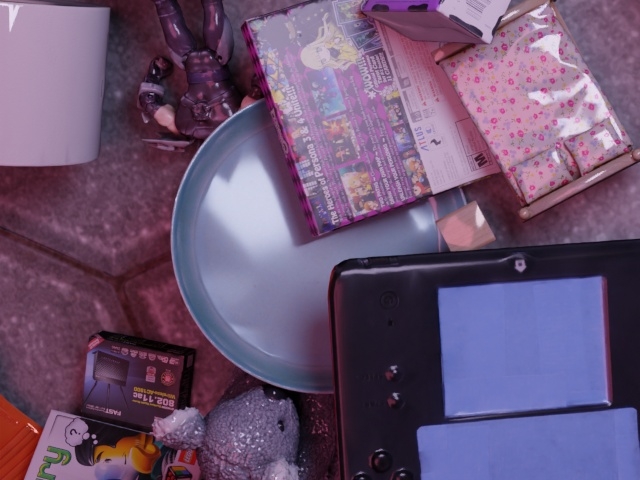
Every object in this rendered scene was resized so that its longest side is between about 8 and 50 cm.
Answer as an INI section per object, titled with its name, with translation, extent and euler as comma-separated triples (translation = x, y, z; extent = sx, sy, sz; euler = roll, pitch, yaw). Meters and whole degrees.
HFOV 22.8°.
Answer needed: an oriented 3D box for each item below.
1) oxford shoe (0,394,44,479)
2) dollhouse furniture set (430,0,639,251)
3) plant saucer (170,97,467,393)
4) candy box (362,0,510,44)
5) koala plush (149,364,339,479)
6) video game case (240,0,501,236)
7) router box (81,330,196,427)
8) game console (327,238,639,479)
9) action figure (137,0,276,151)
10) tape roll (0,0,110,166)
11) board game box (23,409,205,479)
[oxford shoe]
translation = -0.394, 0.259, 1.863
extent = 0.133, 0.130, 0.363
euler = -27, 97, 52
[dollhouse furniture set]
translation = 0.210, -0.195, 1.522
extent = 0.356, 0.174, 0.303
euler = -30, 87, 7
[plant saucer]
translation = 0.000, 0.000, 1.655
extent = 0.318, 0.044, 0.317
euler = 1, 86, -12
[candy box]
translation = 0.142, -0.293, 1.541
extent = 0.070, 0.165, 0.196
euler = 28, 86, -25
[koala plush]
translation = -0.063, 0.211, 1.676
extent = 0.196, 0.221, 0.203
euler = 32, 106, 11
[video game case]
translation = 0.053, -0.145, 1.632
extent = 0.210, 0.042, 0.232
euler = -20, 92, -13
[router box]
translation = -0.208, 0.160, 1.811
extent = 0.123, 0.038, 0.092
euler = 10, 101, 16
[game console]
translation = 0.203, 0.177, 1.586
extent = 0.387, 0.060, 0.341
euler = -4, 96, -11
[action figure]
translation = -0.123, -0.200, 1.706
extent = 0.185, 0.099, 0.285
euler = -6, 111, 12
[tape roll]
translation = -0.355, -0.177, 1.702
extent = 0.246, 0.246, 0.169
euler = 9, 100, 16
[board game box]
translation = -0.255, 0.351, 1.750
extent = 0.193, 0.053, 0.305
euler = 12, 63, 10
